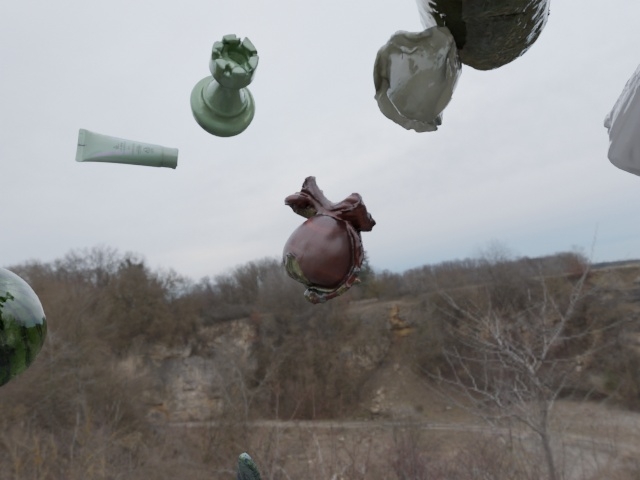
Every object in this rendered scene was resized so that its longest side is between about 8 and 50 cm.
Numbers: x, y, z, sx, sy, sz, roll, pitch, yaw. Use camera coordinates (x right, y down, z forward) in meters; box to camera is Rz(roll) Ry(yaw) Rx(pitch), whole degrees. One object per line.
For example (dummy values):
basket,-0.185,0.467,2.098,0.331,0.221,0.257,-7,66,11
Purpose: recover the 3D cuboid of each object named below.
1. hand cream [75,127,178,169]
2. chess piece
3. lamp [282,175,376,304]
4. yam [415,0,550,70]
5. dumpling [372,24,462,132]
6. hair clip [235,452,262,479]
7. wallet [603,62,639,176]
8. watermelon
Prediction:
hand cream,-0.418,-0.193,1.017,0.205,0.077,0.050,5,-14,-22
chess piece,-0.256,-0.430,1.291,0.195,0.194,0.299,-1,-13,-19
lamp,0.003,0.008,0.916,0.215,0.223,0.151,21,-23,31
yam,0.220,-0.367,0.640,0.195,0.194,0.300,-7,-6,23
dumpling,0.141,-0.242,0.694,0.127,0.108,0.188,30,-25,17
hair clip,-0.126,0.445,0.810,0.066,0.228,0.036,11,27,14
wallet,0.257,-0.049,0.249,0.190,0.033,0.095,28,-28,29
watermelon,-0.773,0.157,0.992,0.331,0.189,0.330,17,28,-9
